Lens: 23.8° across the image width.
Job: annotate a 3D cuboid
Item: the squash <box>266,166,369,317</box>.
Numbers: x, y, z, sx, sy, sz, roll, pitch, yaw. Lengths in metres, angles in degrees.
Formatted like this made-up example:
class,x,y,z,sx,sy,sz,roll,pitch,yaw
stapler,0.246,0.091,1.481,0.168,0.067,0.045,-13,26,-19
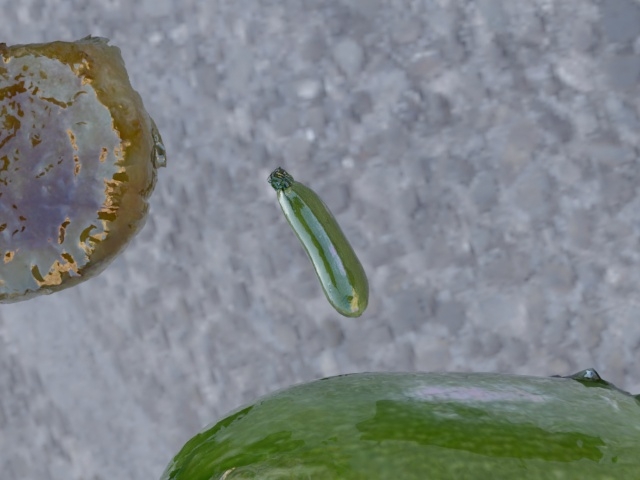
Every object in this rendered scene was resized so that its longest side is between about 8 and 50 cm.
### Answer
class,x,y,z,sx,sy,sz,roll,pitch,yaw
squash,0.000,0.000,1.585,0.183,0.052,0.052,60,140,18

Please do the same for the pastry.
class,x,y,z,sx,sy,sz,roll,pitch,yaw
pastry,-0.266,-0.061,1.373,0.121,0.257,0.236,72,-170,-82

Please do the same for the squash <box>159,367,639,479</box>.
class,x,y,z,sx,sy,sz,roll,pitch,yaw
squash,0.048,0.203,0.896,0.310,0.309,0.310,-19,64,43
